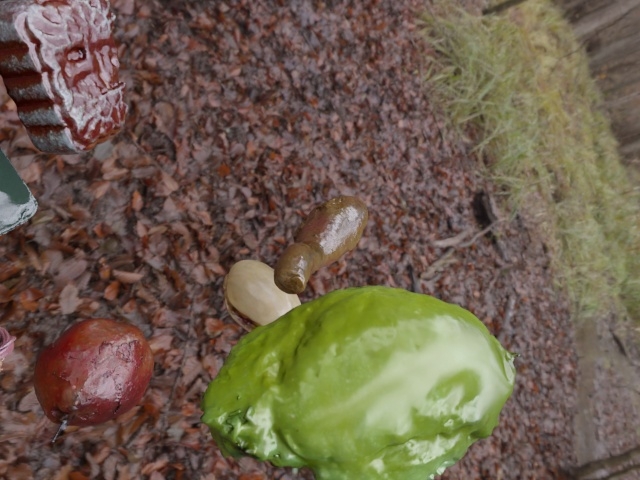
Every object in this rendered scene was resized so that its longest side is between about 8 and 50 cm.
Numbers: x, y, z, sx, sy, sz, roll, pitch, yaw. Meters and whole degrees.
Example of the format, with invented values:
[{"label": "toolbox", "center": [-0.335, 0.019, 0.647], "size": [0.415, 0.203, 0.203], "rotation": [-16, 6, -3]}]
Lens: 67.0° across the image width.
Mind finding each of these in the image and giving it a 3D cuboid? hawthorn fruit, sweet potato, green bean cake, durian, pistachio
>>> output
[{"label": "hawthorn fruit", "center": [-0.379, 0.232, 0.802], "size": [0.181, 0.181, 0.235], "rotation": [56, 12, -20]}, {"label": "sweet potato", "center": [0.000, 0.000, 0.869], "size": [0.109, 0.109, 0.385], "rotation": [64, 30, -10]}, {"label": "green bean cake", "center": [-0.391, -0.266, 0.760], "size": [0.199, 0.097, 0.233], "rotation": [-62, 150, -55]}, {"label": "durian", "center": [0.060, 0.171, 0.563], "size": [0.339, 0.204, 0.256], "rotation": [-31, 109, -10]}, {"label": "pistachio", "center": [-0.108, 0.115, 0.964], "size": [0.200, 0.117, 0.145], "rotation": [36, 42, 24]}]

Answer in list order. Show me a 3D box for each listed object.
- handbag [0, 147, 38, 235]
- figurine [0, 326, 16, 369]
[{"label": "handbag", "center": [-0.610, -0.095, 0.730], "size": [0.247, 0.079, 0.260], "rotation": [-45, 114, -52]}, {"label": "figurine", "center": [-0.766, 0.253, 1.102], "size": [0.126, 0.157, 0.114], "rotation": [5, 53, -20]}]
